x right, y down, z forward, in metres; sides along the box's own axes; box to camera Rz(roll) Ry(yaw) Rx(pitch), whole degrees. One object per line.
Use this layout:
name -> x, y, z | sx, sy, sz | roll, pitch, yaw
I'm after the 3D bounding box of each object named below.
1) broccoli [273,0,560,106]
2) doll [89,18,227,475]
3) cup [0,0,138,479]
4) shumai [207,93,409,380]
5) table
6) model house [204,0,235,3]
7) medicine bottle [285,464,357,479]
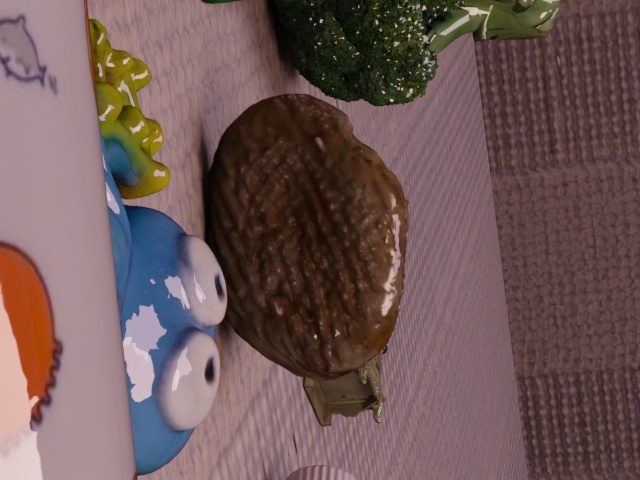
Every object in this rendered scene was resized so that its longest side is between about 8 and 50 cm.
broccoli -> 0.083, -0.244, 1.475 | 0.270, 0.270, 0.270 | -172, -90, -72
doll -> -0.114, 0.008, 0.825 | 0.341, 0.098, 0.346 | 66, 19, -61
cup -> -0.150, 0.013, 0.383 | 0.212, 0.212, 0.317 | -41, 125, -75
shumai -> 0.000, 0.000, 1.225 | 0.209, 0.161, 0.153 | 68, 13, 10
table -> 0.025, 0.117, 1.504 | 0.079, 0.062, 0.083 | 69, 20, -50
model house -> -0.046, -0.258, 1.292 | 0.088, 0.117, 0.167 | 52, 31, 13
medicine bottle -> -0.005, 0.272, 1.249 | 0.203, 0.083, 0.083 | -84, 163, -45
